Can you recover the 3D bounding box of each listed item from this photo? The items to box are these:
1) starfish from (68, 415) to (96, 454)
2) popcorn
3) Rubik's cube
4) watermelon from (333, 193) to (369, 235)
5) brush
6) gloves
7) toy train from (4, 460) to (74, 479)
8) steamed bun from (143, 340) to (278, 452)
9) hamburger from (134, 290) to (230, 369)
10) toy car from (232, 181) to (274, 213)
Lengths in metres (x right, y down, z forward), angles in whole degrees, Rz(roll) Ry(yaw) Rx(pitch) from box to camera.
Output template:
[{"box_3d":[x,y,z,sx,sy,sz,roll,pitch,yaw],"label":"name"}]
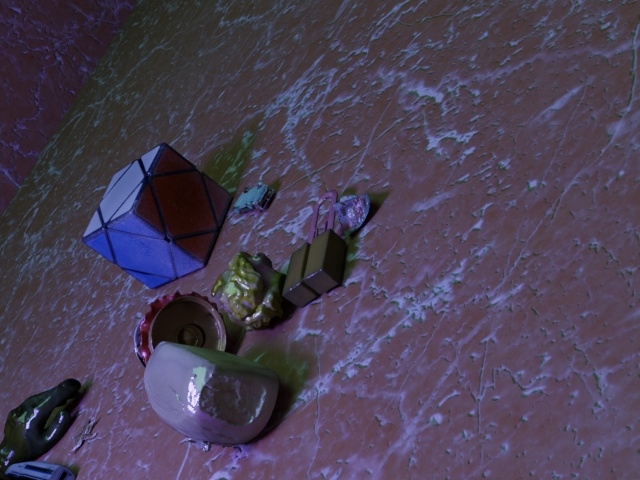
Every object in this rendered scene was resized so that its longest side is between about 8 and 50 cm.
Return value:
[{"box_3d":[-0.477,0.394,2.079,0.092,0.016,0.086,-11,49,50],"label":"starfish"},{"box_3d":[-0.117,0.087,1.771,0.126,0.126,0.145,-32,50,15],"label":"popcorn"},{"box_3d":[-0.348,-0.048,2.212,0.205,0.205,0.207,-24,39,43],"label":"Rubik's cube"},{"box_3d":[0.044,-0.056,1.754,0.085,0.061,0.085,-31,48,42],"label":"watermelon"},{"box_3d":[0.000,0.000,1.773,0.103,0.047,0.233,-34,30,36],"label":"brush"},{"box_3d":[-0.610,0.396,2.197,0.268,0.107,0.135,-50,57,-1],"label":"gloves"},{"box_3d":[-0.575,0.469,2.083,0.252,0.055,0.048,-7,51,51],"label":"toy train"},{"box_3d":[-0.182,0.249,1.634,0.239,0.170,0.152,5,79,58],"label":"steamed bun"},{"box_3d":[-0.252,0.183,1.832,0.137,0.175,0.175,-31,30,61],"label":"hamburger"},{"box_3d":[-0.143,-0.082,2.119,0.122,0.035,0.059,-17,42,62],"label":"toy car"}]
